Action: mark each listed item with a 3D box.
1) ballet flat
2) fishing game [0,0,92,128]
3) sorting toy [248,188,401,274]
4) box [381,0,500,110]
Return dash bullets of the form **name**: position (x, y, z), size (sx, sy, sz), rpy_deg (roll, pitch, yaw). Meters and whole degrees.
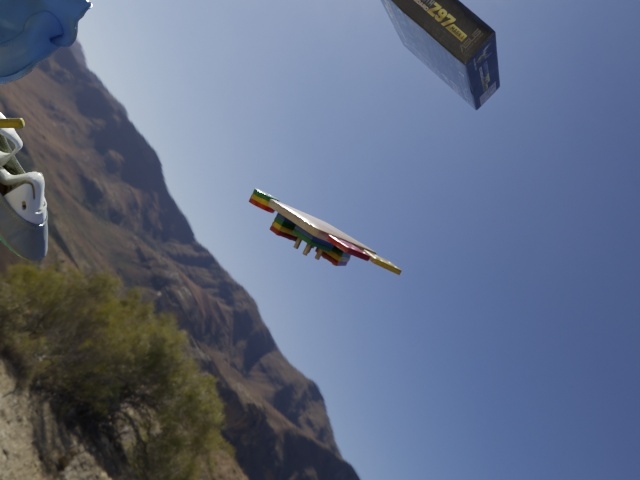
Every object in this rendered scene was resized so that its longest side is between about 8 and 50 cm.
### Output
- **ballet flat**: position (-0.338, -0.073, 0.563), size (0.072, 0.068, 0.213), rpy_deg (-91, 161, -63)
- **fishing game**: position (-0.278, -0.194, 0.431), size (0.041, 0.189, 0.264), rpy_deg (103, -19, -66)
- **sorting toy**: position (0.000, 0.000, 0.807), size (0.132, 0.046, 0.274), rpy_deg (21, 8, -43)
- **box**: position (0.179, -0.301, 0.787), size (0.183, 0.059, 0.232), rpy_deg (47, 13, 16)
